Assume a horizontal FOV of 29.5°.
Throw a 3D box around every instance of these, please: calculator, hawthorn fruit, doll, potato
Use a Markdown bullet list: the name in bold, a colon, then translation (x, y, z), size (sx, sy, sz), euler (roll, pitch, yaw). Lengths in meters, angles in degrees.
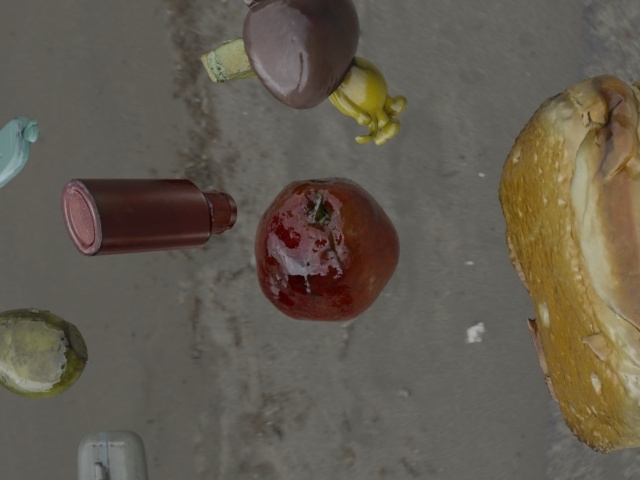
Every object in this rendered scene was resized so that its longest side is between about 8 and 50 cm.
- **calculator**: translation (-0.463, -0.131, 1.805), size (0.153, 0.021, 0.095), euler (-36, 51, 38)
- **hawthorn fruit**: translation (0.000, 0.000, 1.787), size (0.224, 0.261, 0.224), euler (-4, 67, 10)
- **doll**: translation (-0.002, -0.157, 1.093), size (0.096, 0.145, 0.188), euler (-21, 106, 40)
- **potato**: translation (-0.484, 0.190, 2.050), size (0.251, 0.113, 0.149), euler (6, 78, 31)

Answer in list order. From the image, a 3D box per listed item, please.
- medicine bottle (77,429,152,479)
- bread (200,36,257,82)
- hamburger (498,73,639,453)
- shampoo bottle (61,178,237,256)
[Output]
- **medicine bottle**: translation (-0.304, 0.490, 1.850), size (0.123, 0.282, 0.375), euler (-4, 48, -9)
- **bread**: translation (-0.103, -0.277, 1.849), size (0.117, 0.156, 0.064), euler (-8, 91, 50)
- **hamburger**: translation (0.259, 0.020, 1.016), size (0.174, 0.284, 0.304), euler (-2, 76, -11)
- **shampoo bottle**: translation (-0.216, -0.033, 1.596), size (0.064, 0.260, 0.102), euler (-31, 73, 34)
